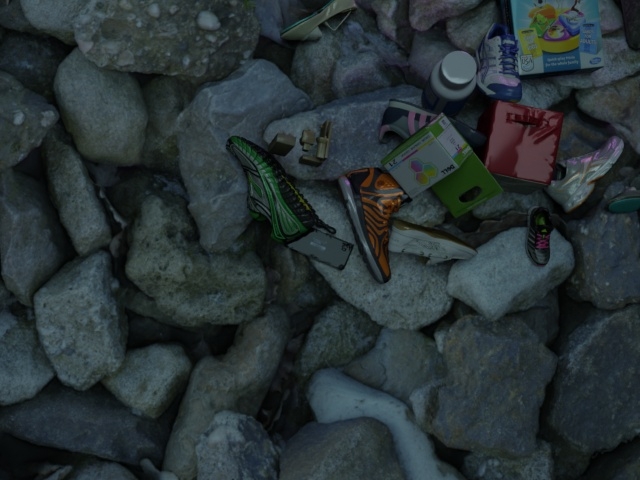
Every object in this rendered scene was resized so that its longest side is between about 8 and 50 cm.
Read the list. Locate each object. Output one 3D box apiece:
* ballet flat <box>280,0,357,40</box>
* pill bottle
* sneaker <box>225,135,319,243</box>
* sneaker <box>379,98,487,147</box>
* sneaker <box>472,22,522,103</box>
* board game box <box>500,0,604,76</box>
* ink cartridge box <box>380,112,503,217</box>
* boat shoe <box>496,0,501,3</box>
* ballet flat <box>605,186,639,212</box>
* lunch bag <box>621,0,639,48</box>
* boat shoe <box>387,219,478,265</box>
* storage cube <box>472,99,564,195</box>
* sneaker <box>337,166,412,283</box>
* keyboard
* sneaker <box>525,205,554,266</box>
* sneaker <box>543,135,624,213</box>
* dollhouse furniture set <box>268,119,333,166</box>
[{"bbox_3d":[0.001,-0.626,1.821,0.248,0.086,0.086,-36,83,-7],"label":"ballet flat"},{"bbox_3d":[0.351,-0.421,1.717,0.125,0.221,0.124,0,81,-2],"label":"pill bottle"},{"bbox_3d":[-0.161,-0.142,1.707,0.146,0.134,0.343,-39,73,13],"label":"sneaker"},{"bbox_3d":[0.293,-0.278,1.702,0.319,0.112,0.131,30,99,41],"label":"sneaker"},{"bbox_3d":[0.481,-0.483,1.705,0.112,0.130,0.296,7,42,-12],"label":"sneaker"},{"bbox_3d":[0.650,-0.638,1.796,0.254,0.079,0.335,-7,92,-5],"label":"board game box"},{"bbox_3d":[0.311,-0.168,1.628,0.255,0.189,0.097,50,50,-4],"label":"ink cartridge box"},{"bbox_3d":[0.496,-0.797,1.861,0.076,0.080,0.228,-27,90,-7],"label":"boat shoe"},{"bbox_3d":[0.891,-0.119,1.765,0.214,0.072,0.068,-3,53,-2],"label":"ballet flat"},{"bbox_3d":[0.965,-0.703,1.769,0.169,0.235,0.286,9,80,-3],"label":"lunch bag"},{"bbox_3d":[0.292,0.021,1.682,0.277,0.098,0.096,15,104,-27],"label":"boat shoe"},{"bbox_3d":[0.514,-0.243,1.699,0.184,0.215,0.193,12,86,0],"label":"storage cube"},{"bbox_3d":[0.174,-0.054,1.701,0.180,0.124,0.320,-17,81,-3],"label":"sneaker"},{"bbox_3d":[0.000,0.000,1.741,0.180,0.023,0.108,23,87,2],"label":"keyboard"},{"bbox_3d":[0.601,-0.016,1.728,0.063,0.075,0.170,1,81,-1],"label":"sneaker"},{"bbox_3d":[0.727,-0.206,1.755,0.121,0.099,0.262,40,81,10],"label":"sneaker"},{"bbox_3d":[-0.051,-0.288,1.708,0.151,0.144,0.123,12,80,-14],"label":"dollhouse furniture set"}]
